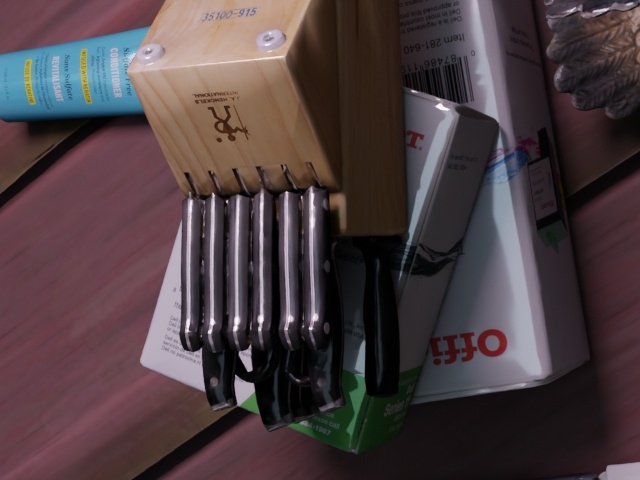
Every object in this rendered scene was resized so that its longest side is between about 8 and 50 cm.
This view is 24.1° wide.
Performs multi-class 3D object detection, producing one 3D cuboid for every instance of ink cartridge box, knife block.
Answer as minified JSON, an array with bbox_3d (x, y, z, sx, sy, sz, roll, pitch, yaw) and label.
[{"bbox_3d":[0.049,-0.034,0.989,0.201,0.117,0.278,-10,86,24],"label":"ink cartridge box"},{"bbox_3d":[-0.004,-0.044,0.819,0.088,0.275,0.242,-2,134,22],"label":"knife block"},{"bbox_3d":[0.000,0.000,0.898,0.153,0.087,0.208,21,99,22],"label":"ink cartridge box"}]

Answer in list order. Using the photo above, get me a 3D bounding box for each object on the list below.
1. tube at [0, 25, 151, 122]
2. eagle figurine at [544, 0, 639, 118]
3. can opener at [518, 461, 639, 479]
[{"bbox_3d":[-0.145,-0.124,1.116,0.207,0.052,0.080,-5,96,18],"label":"tube"},{"bbox_3d":[0.259,-0.200,0.850,0.225,0.226,0.298,20,81,58],"label":"eagle figurine"},{"bbox_3d":[0.155,0.187,0.958,0.283,0.095,0.076,-11,86,23],"label":"can opener"}]
